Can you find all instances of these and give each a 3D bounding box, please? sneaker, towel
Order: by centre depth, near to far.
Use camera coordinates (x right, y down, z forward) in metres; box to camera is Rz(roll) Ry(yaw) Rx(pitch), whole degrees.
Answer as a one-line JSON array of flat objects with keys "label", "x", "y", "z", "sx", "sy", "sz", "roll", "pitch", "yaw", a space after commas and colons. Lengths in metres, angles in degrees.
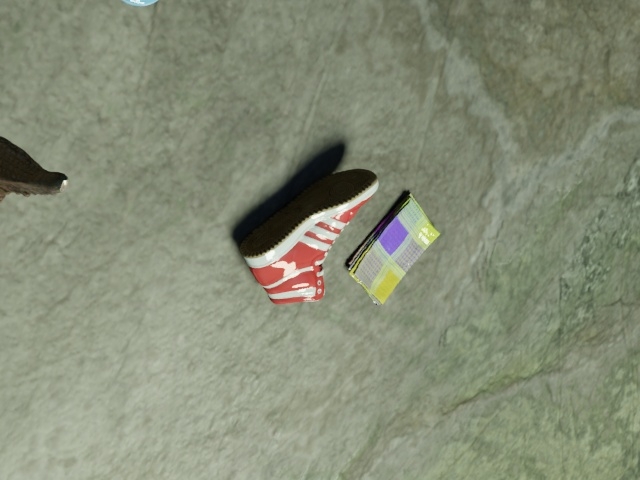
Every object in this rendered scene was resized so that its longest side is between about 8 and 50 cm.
[{"label": "sneaker", "x": 0.000, "y": 0.000, "z": 0.983, "sx": 0.118, "sy": 0.042, "sz": 0.067, "roll": -34, "pitch": 127, "yaw": -15}, {"label": "towel", "x": 0.059, "y": 0.009, "z": 1.066, "sx": 0.083, "sy": 0.009, "sz": 0.060, "roll": -50, "pitch": 135, "yaw": -12}]

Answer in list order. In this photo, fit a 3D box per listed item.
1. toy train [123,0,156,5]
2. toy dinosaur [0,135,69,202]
[{"label": "toy train", "x": -0.082, "y": -0.200, "z": 0.785, "sx": 0.184, "sy": 0.080, "sz": 0.105, "roll": -16, "pitch": 112, "yaw": -34}, {"label": "toy dinosaur", "x": -0.253, "y": -0.029, "z": 0.619, "sx": 0.127, "sy": 0.296, "sz": 0.200, "roll": -71, "pitch": 173, "yaw": -68}]
